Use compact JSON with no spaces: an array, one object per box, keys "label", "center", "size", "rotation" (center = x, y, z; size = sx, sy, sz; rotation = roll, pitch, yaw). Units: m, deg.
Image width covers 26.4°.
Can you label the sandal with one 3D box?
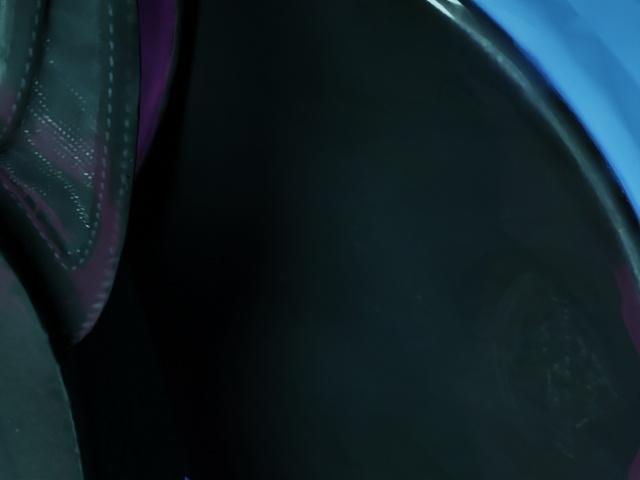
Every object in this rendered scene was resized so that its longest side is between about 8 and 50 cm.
[{"label":"sandal","center":[-0.089,-0.044,0.473],"size":[0.107,0.167,0.445],"rotation":[-7,126,8]}]

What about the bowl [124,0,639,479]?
[{"label":"bowl","center":[0.000,0.000,0.586],"size":[0.391,0.077,0.391],"rotation":[23,136,25]}]
